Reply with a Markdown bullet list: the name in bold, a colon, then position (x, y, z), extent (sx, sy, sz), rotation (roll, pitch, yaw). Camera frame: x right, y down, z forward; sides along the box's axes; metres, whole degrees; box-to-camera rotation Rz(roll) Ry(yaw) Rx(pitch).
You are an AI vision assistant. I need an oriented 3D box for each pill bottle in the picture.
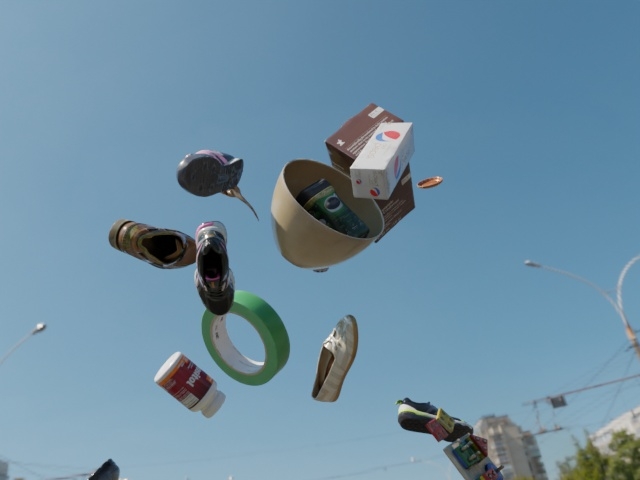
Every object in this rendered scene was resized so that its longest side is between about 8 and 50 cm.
- **pill bottle**: position (-0.291, 0.329, 1.381), extent (0.152, 0.086, 0.086), rotation (43, -50, -13)

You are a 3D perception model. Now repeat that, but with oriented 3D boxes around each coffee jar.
- **coffee jar**: position (0.027, -0.060, 1.484), extent (0.096, 0.184, 0.079), rotation (-34, -9, -34)

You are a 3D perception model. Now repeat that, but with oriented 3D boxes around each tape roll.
- **tape roll**: position (-0.253, 0.326, 2.041), extent (0.321, 0.321, 0.077), rotation (-38, -2, 40)

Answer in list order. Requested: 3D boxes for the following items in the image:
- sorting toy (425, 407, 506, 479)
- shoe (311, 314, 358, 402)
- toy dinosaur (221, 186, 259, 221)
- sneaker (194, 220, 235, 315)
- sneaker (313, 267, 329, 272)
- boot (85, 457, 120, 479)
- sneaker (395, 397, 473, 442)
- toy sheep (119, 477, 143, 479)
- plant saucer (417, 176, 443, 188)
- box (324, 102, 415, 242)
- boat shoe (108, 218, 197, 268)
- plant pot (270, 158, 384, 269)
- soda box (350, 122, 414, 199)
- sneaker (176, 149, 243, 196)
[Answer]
- **sorting toy**: position (0.347, 0.480, 1.346), extent (0.132, 0.274, 0.046), rotation (2, -47, -54)
- **shoe**: position (0.032, 0.273, 1.401), extent (0.058, 0.076, 0.219), rotation (9, -78, -31)
- **toy dinosaur**: position (-0.256, -0.145, 1.812), extent (0.112, 0.211, 0.064), rotation (28, -82, -45)
- **sneaker**: position (-0.185, 0.061, 1.043), extent (0.071, 0.077, 0.178), rotation (-8, -58, -4)
- **sneaker**: position (0.000, 0.000, 2.079), extent (0.083, 0.224, 0.098), rotation (-6, -45, 0)
- **boot**: position (-0.403, 0.610, 1.242), extent (0.118, 0.222, 0.338), rotation (-38, -25, -54)
- **sneaker**: position (0.332, 0.506, 1.767), extent (0.234, 0.097, 0.084), rotation (17, -53, -6)
- **toy sheep**: position (-0.500, 0.635, 1.524), extent (0.132, 0.091, 0.091), rotation (-28, -16, -38)
- **plant saucer**: position (0.353, -0.184, 1.968), extent (0.083, 0.083, 0.013), rotation (-15, -71, 10)
- **box**: position (0.157, -0.189, 1.802), extent (0.191, 0.143, 0.381), rotation (-41, -37, -16)
- **boat shoe**: position (-0.393, 0.025, 1.556), extent (0.104, 0.111, 0.307), rotation (15, 0, 28)
- **plant pot**: position (-0.011, -0.039, 1.516), extent (0.284, 0.284, 0.191), rotation (13, -51, -32)
- **soda box**: position (0.131, -0.168, 1.254), extent (0.073, 0.216, 0.069), rotation (5, -55, 23)
- **sneaker**: position (-0.318, -0.183, 1.597), extent (0.131, 0.112, 0.319), rotation (19, 10, 12)
